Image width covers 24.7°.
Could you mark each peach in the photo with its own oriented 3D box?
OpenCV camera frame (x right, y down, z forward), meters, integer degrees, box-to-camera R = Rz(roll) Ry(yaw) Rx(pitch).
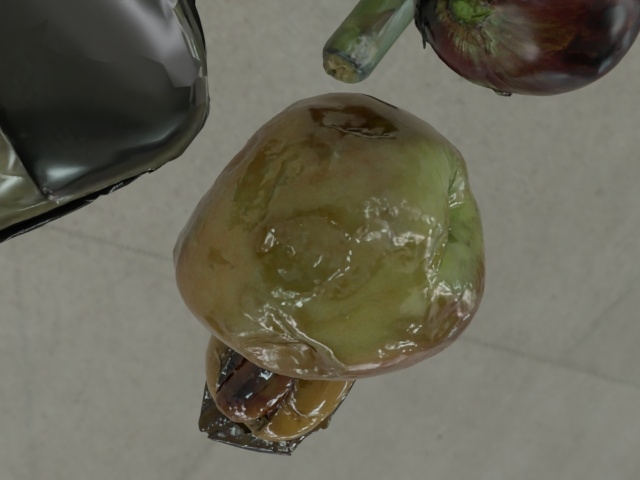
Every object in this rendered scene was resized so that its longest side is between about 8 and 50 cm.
[{"bbox_3d":[0.000,0.000,1.090,0.235,0.214,0.214,-9,149,12],"label":"peach"}]

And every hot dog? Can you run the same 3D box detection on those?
[{"bbox_3d":[-0.037,0.080,1.525,0.107,0.194,0.326,-14,118,-75],"label":"hot dog"}]

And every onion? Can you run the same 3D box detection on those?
[{"bbox_3d":[0.106,-0.124,0.699,0.118,0.118,0.117,-25,138,-21],"label":"onion"}]

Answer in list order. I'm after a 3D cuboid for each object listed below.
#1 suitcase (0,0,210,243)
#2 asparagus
[{"bbox_3d":[-0.257,-0.100,0.501,0.434,0.194,0.283,-21,114,0],"label":"suitcase"},{"bbox_3d":[0.097,-0.282,1.568,0.067,0.060,0.278,46,71,-32],"label":"asparagus"}]
